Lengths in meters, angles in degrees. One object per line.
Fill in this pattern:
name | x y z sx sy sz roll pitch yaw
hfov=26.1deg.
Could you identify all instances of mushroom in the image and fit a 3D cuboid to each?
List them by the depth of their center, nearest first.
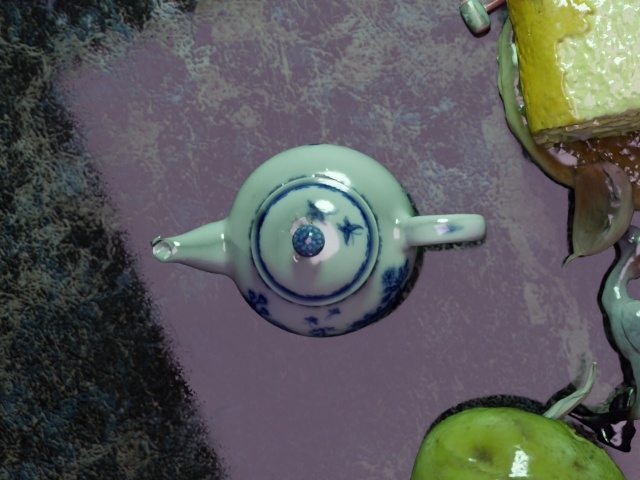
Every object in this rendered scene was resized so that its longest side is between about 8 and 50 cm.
mushroom | 0.298 0.292 1.819 0.068 0.043 0.306 17 103 19

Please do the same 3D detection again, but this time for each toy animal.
toy animal | 0.416 0.117 1.792 0.195 0.090 0.324 2 87 28

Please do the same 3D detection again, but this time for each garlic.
garlic | 0.369 -0.038 1.792 0.084 0.066 0.152 10 104 45

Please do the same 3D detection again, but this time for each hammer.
hammer | 0.233 -0.319 1.875 0.083 0.031 0.052 -30 88 -5

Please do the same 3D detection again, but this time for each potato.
potato | 0.217 0.361 1.722 0.330 0.213 0.280 -17 90 22

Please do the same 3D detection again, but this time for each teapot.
teapot | 0.000 0.000 1.766 0.424 0.280 0.252 -4 89 6

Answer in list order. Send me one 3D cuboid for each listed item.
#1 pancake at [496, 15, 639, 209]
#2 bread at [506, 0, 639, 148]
pancake | 0.422 -0.226 1.819 0.387 0.082 0.387 0 91 11
bread | 0.342 -0.314 1.720 0.237 0.165 0.375 -12 84 19
